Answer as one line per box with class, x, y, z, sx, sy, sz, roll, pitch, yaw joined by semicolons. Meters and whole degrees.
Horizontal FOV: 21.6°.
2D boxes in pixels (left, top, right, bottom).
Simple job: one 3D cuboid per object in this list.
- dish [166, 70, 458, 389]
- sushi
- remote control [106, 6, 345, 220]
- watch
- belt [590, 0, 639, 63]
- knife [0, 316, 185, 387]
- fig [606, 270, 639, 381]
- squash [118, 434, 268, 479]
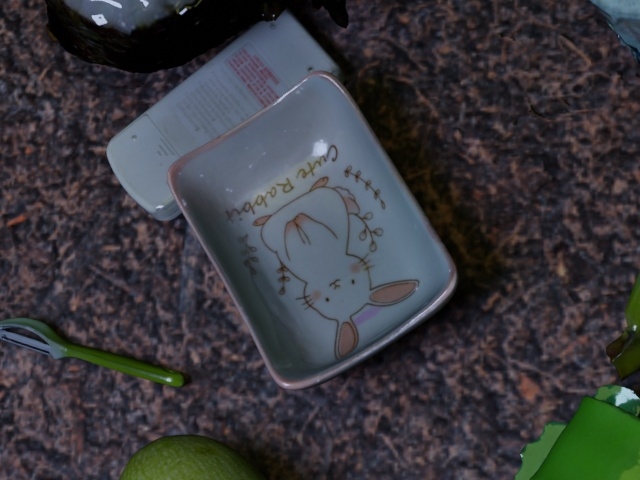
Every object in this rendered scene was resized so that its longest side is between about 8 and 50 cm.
dish;0.000;0.000;1.223;0.151;0.077;0.212;-32;63;3
sushi;-0.053;-0.250;1.257;0.348;0.207;0.234;-37;74;-6
remote control;-0.077;-0.097;1.313;0.190;0.029;0.087;-39;62;-2
watch;0.187;0.160;1.055;0.165;0.152;0.131;34;86;25
belt;0.272;-0.235;1.179;0.207;0.150;0.258;-16;64;22
knife;-0.182;0.084;1.285;0.184;0.022;0.026;14;101;24
fig;0.315;-0.025;1.038;0.314;0.233;0.233;-21;64;4
squash;-0.065;0.235;1.124;0.132;0.132;0.247;-33;63;5
